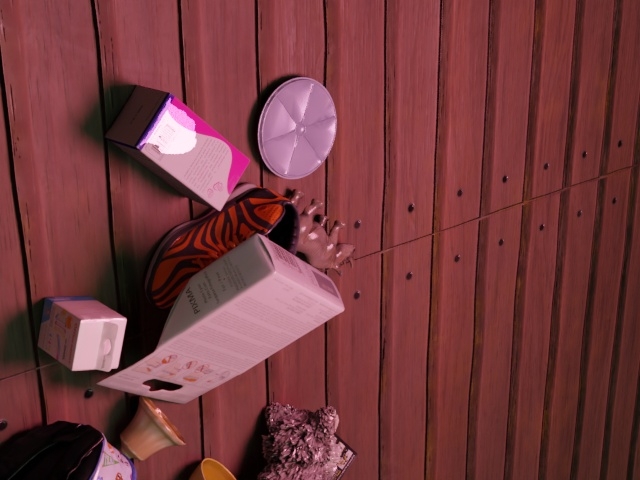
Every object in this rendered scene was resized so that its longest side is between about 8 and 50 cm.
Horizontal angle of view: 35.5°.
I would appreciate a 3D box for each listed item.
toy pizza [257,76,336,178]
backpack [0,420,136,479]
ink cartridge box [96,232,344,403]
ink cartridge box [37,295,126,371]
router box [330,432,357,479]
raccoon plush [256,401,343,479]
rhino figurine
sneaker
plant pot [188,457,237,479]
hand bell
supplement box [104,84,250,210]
[{"bbox_3d":[-0.049,-0.220,1.958,0.201,0.032,0.201,-16,114,-39],"label":"toy pizza"},{"bbox_3d":[-0.437,0.447,1.691,0.213,0.276,0.263,50,62,-40],"label":"backpack"},{"bbox_3d":[-0.183,0.157,1.817,0.385,0.091,0.308,-31,155,13],"label":"ink cartridge box"},{"bbox_3d":[-0.400,0.158,1.691,0.090,0.143,0.092,2,103,-43],"label":"ink cartridge box"},{"bbox_3d":[-0.008,0.519,2.255,0.179,0.046,0.133,-53,133,-14],"label":"router box"},{"bbox_3d":[-0.047,0.509,1.984,0.216,0.446,0.299,2,99,-1],"label":"raccoon plush"},{"bbox_3d":[0.000,0.000,2.056,0.243,0.073,0.106,42,72,-45],"label":"rhino figurine"},{"bbox_3d":[-0.168,0.018,1.830,0.321,0.180,0.124,-47,131,-21],"label":"sneaker"},{"bbox_3d":[-0.226,0.521,2.011,0.095,0.134,0.134,-41,134,10],"label":"plant pot"},{"bbox_3d":[-0.381,0.412,1.854,0.242,0.126,0.126,-42,130,-7],"label":"hand bell"},{"bbox_3d":[-0.245,-0.159,1.742,0.220,0.114,0.111,40,76,-42],"label":"supplement box"}]
